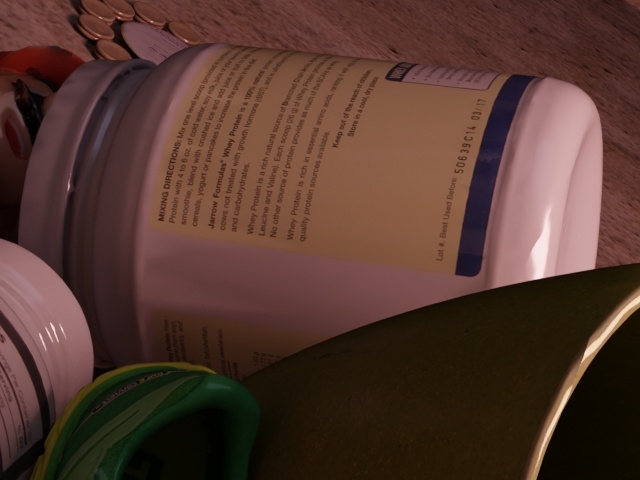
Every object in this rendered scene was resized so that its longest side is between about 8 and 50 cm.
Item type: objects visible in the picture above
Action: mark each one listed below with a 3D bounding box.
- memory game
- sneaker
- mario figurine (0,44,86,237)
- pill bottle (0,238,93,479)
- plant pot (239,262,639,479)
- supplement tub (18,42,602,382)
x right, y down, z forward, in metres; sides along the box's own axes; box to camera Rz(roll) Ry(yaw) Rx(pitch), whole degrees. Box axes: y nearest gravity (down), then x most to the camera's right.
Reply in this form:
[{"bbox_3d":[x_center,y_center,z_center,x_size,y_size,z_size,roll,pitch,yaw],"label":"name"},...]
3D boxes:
[{"bbox_3d":[-0.146,-0.171,1.580,0.186,0.012,0.186,29,25,-15],"label":"memory game"},{"bbox_3d":[-0.098,0.186,0.763,0.109,0.123,0.296,25,63,-28],"label":"sneaker"},{"bbox_3d":[-0.223,-0.057,1.067,0.170,0.198,0.320,25,26,13],"label":"mario figurine"},{"bbox_3d":[-0.225,0.098,0.816,0.162,0.162,0.278,38,24,3],"label":"pill bottle"},{"bbox_3d":[0.075,0.137,0.836,0.274,0.275,0.293,13,-7,-41],"label":"plant pot"},{"bbox_3d":[0.000,0.000,1.069,0.324,0.235,0.235,8,19,16],"label":"supplement tub"}]
